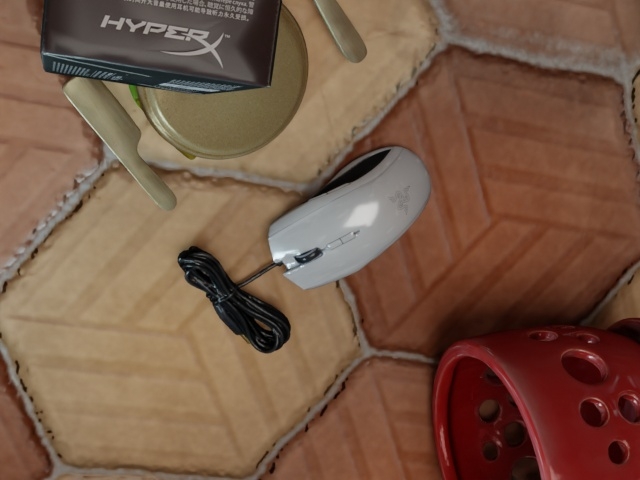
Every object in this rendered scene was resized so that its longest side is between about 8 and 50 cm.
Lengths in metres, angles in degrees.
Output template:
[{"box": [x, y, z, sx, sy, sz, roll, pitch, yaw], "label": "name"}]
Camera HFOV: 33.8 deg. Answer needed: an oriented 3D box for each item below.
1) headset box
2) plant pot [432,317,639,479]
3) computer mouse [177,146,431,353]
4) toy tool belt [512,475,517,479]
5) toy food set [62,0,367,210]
[{"box": [-0.079, -0.231, 0.562, 0.110, 0.218, 0.293, 7, 96, -15], "label": "headset box"}, {"box": [0.198, 0.153, 0.800, 0.174, 0.191, 0.191, -10, 111, -20], "label": "plant pot"}, {"box": [0.000, 0.000, 0.774, 0.193, 0.042, 0.106, -35, 112, 1], "label": "computer mouse"}, {"box": [0.154, 0.225, 0.883, 0.083, 0.052, 0.051, -38, 121, 1], "label": "toy tool belt"}, {"box": [-0.070, -0.121, 0.724, 0.192, 0.038, 0.132, -38, 119, -6], "label": "toy food set"}]
